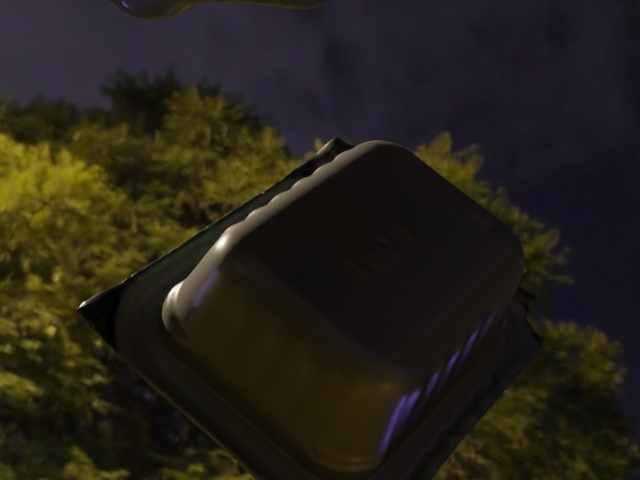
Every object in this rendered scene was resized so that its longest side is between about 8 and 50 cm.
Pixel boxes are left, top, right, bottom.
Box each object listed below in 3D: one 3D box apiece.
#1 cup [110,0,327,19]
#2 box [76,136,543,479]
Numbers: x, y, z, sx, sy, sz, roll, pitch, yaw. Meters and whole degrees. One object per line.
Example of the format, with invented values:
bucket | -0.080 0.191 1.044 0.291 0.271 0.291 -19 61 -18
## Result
cup | -0.018 -0.304 0.809 0.163 0.347 0.347 20 -39 14
box | 0.030 0.033 0.861 0.264 0.337 0.106 38 -50 13
